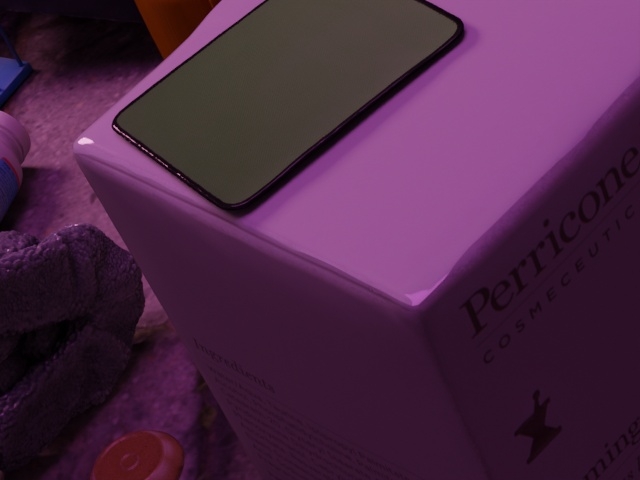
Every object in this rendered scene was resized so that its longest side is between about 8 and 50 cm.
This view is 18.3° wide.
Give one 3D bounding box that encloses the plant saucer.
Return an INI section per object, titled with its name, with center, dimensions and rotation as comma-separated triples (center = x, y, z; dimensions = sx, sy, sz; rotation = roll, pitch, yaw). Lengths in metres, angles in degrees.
[plant saucer]
center = -0.150, 0.180, 1.580
dimensions = 0.083, 0.015, 0.083
rotation = -14, 42, 13

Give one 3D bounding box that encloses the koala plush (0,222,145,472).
[koala plush]
center = -0.283, 0.052, 1.666
dimensions = 0.221, 0.196, 0.203
rotation = 17, 37, 40

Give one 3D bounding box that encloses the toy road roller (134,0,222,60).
[toy road roller]
center = -0.051, -0.196, 1.787
dimensions = 0.241, 0.202, 0.329
rotation = -15, 39, 14

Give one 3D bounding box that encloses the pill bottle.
[pill bottle]
center = -0.333, -0.046, 1.861
dimensions = 0.087, 0.087, 0.160
rotation = 0, 46, 27

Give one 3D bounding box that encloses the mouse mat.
[mouse mat]
center = -0.022, -0.100, 1.211
dimensions = 0.190, 0.007, 0.152
rotation = -38, 41, -15

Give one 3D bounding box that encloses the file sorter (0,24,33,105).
[file sorter]
center = -0.402, -0.161, 2.007
dimensions = 0.118, 0.104, 0.170
rotation = 12, 52, 36

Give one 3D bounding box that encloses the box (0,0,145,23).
[box]
center = -0.236, -0.547, 1.973
dimensions = 0.297, 0.471, 0.480
rotation = 8, 42, 10

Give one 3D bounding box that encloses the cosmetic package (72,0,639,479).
[cosmetic package]
center = 0.112, 0.015, 1.329
dimensions = 0.329, 0.393, 0.327
rotation = -45, 44, -20
